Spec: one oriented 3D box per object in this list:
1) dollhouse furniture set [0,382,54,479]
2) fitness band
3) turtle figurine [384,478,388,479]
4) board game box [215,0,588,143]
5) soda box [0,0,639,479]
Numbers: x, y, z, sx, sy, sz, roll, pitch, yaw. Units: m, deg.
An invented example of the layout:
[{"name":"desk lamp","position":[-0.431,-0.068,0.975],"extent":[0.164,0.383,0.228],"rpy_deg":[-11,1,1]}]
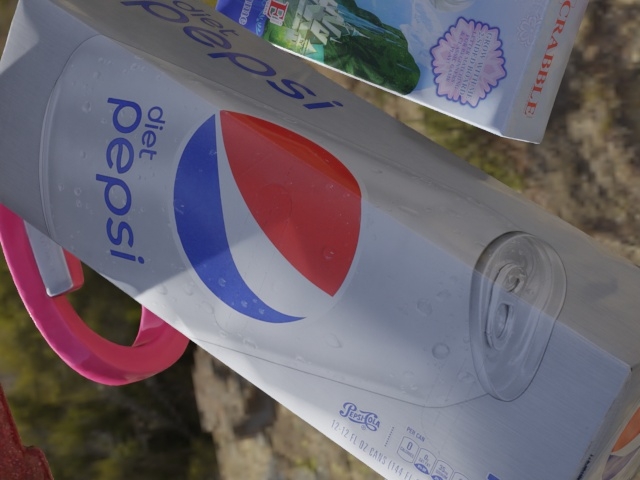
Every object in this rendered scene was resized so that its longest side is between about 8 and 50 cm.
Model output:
[{"name":"dollhouse furniture set","position":[-0.262,-0.048,0.599],"extent":[0.201,0.152,0.374],"rpy_deg":[0,110,58]},{"name":"fitness band","position":[-0.190,-0.024,1.262],"extent":[0.054,0.209,0.290],"rpy_deg":[-20,80,21]},{"name":"turtle figurine","position":[0.128,0.190,0.983],"extent":[0.266,0.198,0.274],"rpy_deg":[8,59,43]},{"name":"board game box","position":[0.086,-0.279,1.237],"extent":[0.318,0.066,0.318],"rpy_deg":[25,103,34]},{"name":"soda box","position":[0.000,0.000,0.597],"extent":[0.286,0.098,0.091],"rpy_deg":[34,115,24]}]
